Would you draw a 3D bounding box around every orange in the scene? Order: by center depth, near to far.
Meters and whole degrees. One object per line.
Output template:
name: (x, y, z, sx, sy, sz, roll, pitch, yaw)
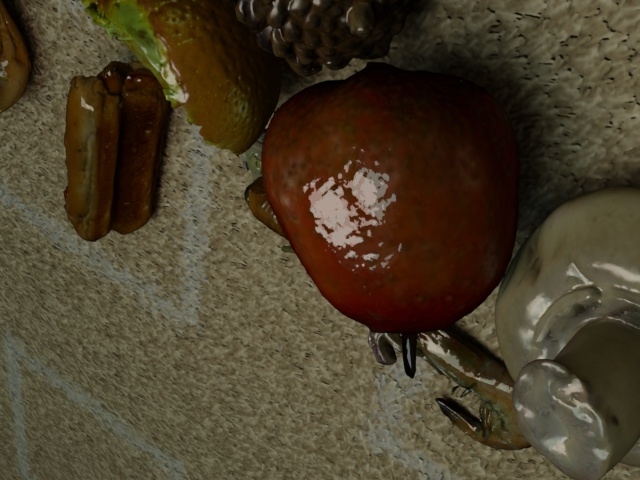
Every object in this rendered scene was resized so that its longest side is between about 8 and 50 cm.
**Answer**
orange: (-0.165, -0.252, 1.092, 0.334, 0.196, 0.262, 33, 154, 57)

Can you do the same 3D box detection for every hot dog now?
hot dog: (-0.337, -0.143, 1.369, 0.117, 0.158, 0.349, 51, 144, 28)

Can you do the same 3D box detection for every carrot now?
carrot: (0.000, 0.000, 1.141, 0.260, 0.070, 0.070, 40, 136, 26)

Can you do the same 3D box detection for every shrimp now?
shrimp: (0.185, 0.197, 1.220, 0.296, 0.058, 0.169, 38, 138, 10)

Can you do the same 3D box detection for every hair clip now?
hair clip: (-0.056, -0.096, 1.228, 0.146, 0.056, 0.187, 20, 131, 38)

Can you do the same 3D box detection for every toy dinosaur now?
toy dinosaur: (0.059, 0.034, 1.175, 0.251, 0.072, 0.200, 45, 121, 16)

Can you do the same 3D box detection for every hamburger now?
hamburger: (-0.640, -0.345, 1.472, 0.314, 0.170, 0.290, 0, 119, 39)

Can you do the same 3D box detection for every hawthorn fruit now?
hawthorn fruit: (0.085, -0.019, 0.970, 0.284, 0.284, 0.369, 3, 107, 39)

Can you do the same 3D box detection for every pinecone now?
pinecone: (-0.004, -0.317, 0.916, 0.257, 0.243, 0.243, 55, 137, 3)

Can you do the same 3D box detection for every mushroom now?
mushroom: (0.297, 0.116, 0.869, 0.314, 0.336, 0.314, 17, 118, 35)
